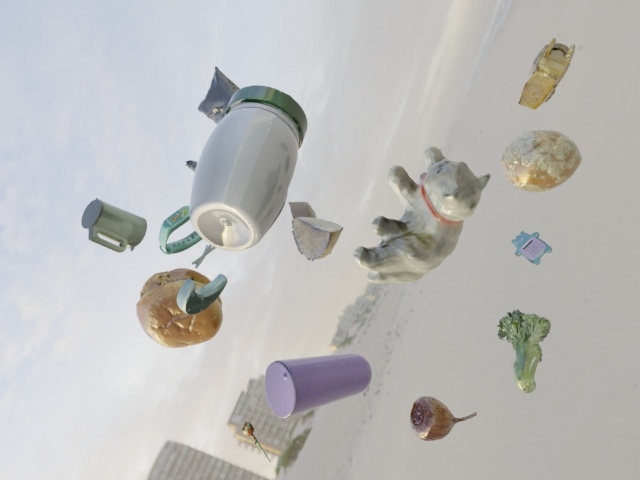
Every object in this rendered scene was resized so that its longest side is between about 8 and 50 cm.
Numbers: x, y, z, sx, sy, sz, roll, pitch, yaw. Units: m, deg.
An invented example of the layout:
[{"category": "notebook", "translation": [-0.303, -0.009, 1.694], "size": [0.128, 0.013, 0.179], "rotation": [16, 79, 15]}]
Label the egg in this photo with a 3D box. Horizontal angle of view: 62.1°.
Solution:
[{"category": "egg", "translation": [0.706, -0.255, 1.704], "size": [0.203, 0.245, 0.203], "rotation": [173, 90, -90]}]

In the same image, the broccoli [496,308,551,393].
[{"category": "broccoli", "translation": [0.646, 0.354, 1.690], "size": [0.304, 0.165, 0.145], "rotation": [-65, -5, -53]}]

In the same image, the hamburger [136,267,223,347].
[{"category": "hamburger", "translation": [-0.503, 0.257, 1.916], "size": [0.170, 0.290, 0.314], "rotation": [-100, -9, -55]}]

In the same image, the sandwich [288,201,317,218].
[{"category": "sandwich", "translation": [-0.066, -0.095, 2.379], "size": [0.094, 0.096, 0.258], "rotation": [48, -163, -49]}]

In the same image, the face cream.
[{"category": "face cream", "translation": [-0.173, -0.172, 1.262], "size": [0.312, 0.220, 0.357], "rotation": [121, 166, -59]}]

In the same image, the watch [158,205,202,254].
[{"category": "watch", "translation": [-0.559, -0.043, 2.167], "size": [0.237, 0.068, 0.195], "rotation": [-41, -27, -19]}]

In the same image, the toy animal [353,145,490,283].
[{"category": "toy animal", "translation": [0.227, -0.039, 1.157], "size": [0.308, 0.188, 0.266], "rotation": [-24, -68, -30]}]

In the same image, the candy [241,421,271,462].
[{"category": "candy", "translation": [-0.248, 0.790, 2.077], "size": [0.049, 0.184, 0.055], "rotation": [-35, -4, 3]}]

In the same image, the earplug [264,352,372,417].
[{"category": "earplug", "translation": [0.015, 0.559, 2.135], "size": [0.456, 0.215, 0.215], "rotation": [0, -67, -38]}]

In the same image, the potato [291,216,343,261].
[{"category": "potato", "translation": [0.000, 0.000, 1.828], "size": [0.098, 0.243, 0.138], "rotation": [-8, -71, -32]}]

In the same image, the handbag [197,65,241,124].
[{"category": "handbag", "translation": [-0.372, -0.532, 2.128], "size": [0.211, 0.254, 0.089], "rotation": [-53, -10, 35]}]

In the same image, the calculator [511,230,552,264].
[{"category": "calculator", "translation": [0.627, 0.017, 1.589], "size": [0.094, 0.019, 0.141], "rotation": [-49, 29, 10]}]

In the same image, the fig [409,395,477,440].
[{"category": "fig", "translation": [0.393, 0.571, 1.709], "size": [0.146, 0.201, 0.133], "rotation": [-122, 41, -56]}]

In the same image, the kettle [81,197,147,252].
[{"category": "kettle", "translation": [-0.569, -0.034, 1.456], "size": [0.148, 0.098, 0.126], "rotation": [31, -111, -50]}]

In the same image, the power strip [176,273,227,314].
[{"category": "power strip", "translation": [-0.372, 0.169, 1.671], "size": [0.137, 0.044, 0.216], "rotation": [-57, -18, 13]}]

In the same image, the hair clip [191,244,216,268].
[{"category": "hair clip", "translation": [-0.423, 0.054, 1.916], "size": [0.039, 0.030, 0.115], "rotation": [-16, 30, 49]}]

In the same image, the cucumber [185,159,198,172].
[{"category": "cucumber", "translation": [-0.487, -0.285, 2.226], "size": [0.053, 0.181, 0.053], "rotation": [-57, -2, -3]}]

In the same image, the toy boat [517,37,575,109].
[{"category": "toy boat", "translation": [0.621, -0.458, 1.463], "size": [0.115, 0.089, 0.310], "rotation": [-64, -14, -2]}]
